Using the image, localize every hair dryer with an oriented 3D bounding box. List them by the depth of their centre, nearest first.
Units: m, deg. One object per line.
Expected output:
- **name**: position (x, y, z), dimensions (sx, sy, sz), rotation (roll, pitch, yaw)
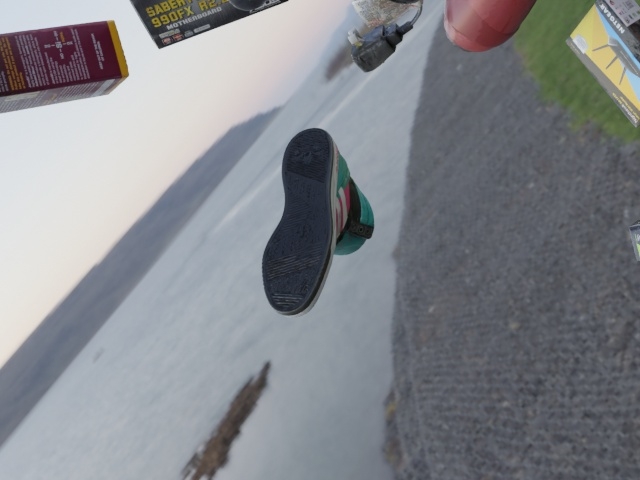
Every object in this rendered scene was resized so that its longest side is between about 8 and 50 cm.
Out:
- **hair dryer**: position (0.105, -0.249, 0.868), dimensions (0.294, 0.224, 0.080), rotation (-16, 61, 29)

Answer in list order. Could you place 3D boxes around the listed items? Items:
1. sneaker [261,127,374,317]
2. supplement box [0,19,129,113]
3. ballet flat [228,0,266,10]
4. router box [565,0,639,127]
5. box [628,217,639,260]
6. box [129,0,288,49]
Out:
- **sneaker**: position (0.000, 0.000, 1.380), dimensions (0.124, 0.178, 0.295), rotation (-3, 62, 25)
- **supplement box**: position (-0.362, -0.226, 1.205), dimensions (0.188, 0.080, 0.104), rotation (-16, 1, -30)
- **ballet flat**: position (-0.061, -0.193, 0.566), dimensions (0.074, 0.074, 0.203), rotation (-48, 37, 14)
- **router box**: position (0.466, -0.276, 1.388), dimensions (0.046, 0.178, 0.133), rotation (-32, -12, -17)
- **box**: position (0.548, -0.009, 1.495), dimensions (0.052, 0.062, 0.083), rotation (-10, 12, 43)
- **box**: position (-0.181, -0.406, 1.415), dimensions (0.231, 0.056, 0.183), rotation (-20, -27, 2)
